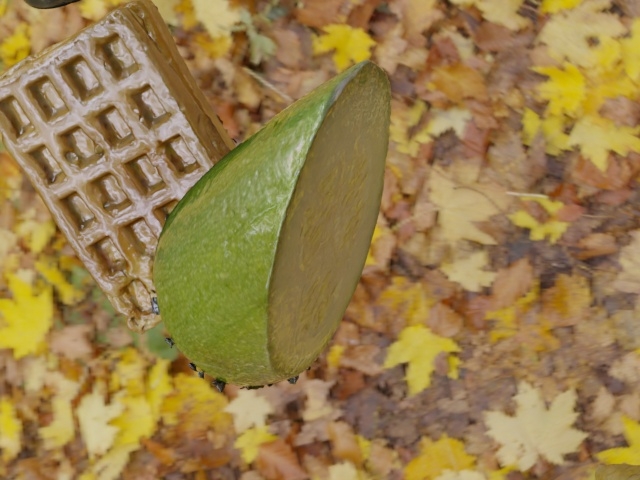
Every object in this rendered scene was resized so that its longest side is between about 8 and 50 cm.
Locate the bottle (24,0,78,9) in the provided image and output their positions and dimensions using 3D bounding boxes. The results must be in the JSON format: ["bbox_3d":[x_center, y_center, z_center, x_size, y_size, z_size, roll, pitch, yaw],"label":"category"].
[{"bbox_3d":[-0.264,-0.330,1.114,0.143,0.156,0.271,-14,115,18],"label":"bottle"}]

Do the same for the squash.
[{"bbox_3d":[0.000,0.000,0.964,0.260,0.189,0.189,-28,75,51],"label":"squash"}]

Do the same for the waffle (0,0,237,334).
[{"bbox_3d":[-0.196,-0.075,1.412,0.224,0.098,0.327,-25,104,22],"label":"waffle"}]

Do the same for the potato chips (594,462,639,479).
[{"bbox_3d":[0.342,0.166,0.955,0.057,0.080,0.407,51,140,-9],"label":"potato chips"}]
